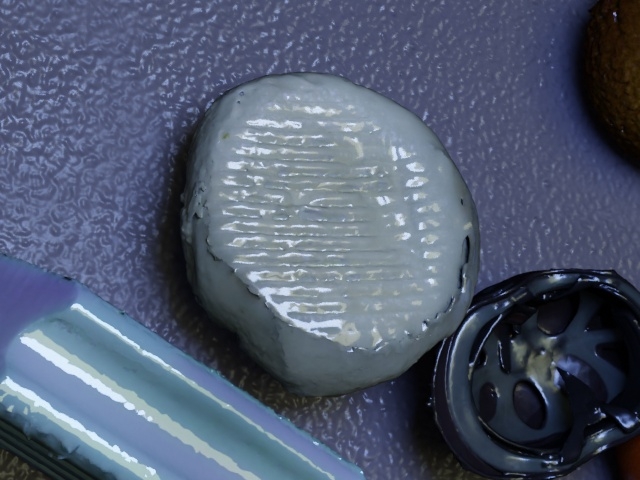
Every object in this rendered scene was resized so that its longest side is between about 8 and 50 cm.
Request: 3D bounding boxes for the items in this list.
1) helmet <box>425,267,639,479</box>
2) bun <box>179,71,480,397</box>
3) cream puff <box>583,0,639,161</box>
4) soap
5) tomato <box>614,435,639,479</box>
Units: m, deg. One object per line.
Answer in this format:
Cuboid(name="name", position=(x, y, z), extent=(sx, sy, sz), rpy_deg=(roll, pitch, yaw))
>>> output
Cuboid(name="helmet", position=(0.238, 0.145, 1.558), extent=(0.305, 0.177, 0.225), rpy_deg=(-13, 97, -13))
Cuboid(name="bun", position=(0.000, 0.000, 1.471), extent=(0.359, 0.211, 0.360), rpy_deg=(6, 69, -16))
Cuboid(name="cream puff", position=(0.456, -0.225, 1.691), extent=(0.303, 0.212, 0.303), rpy_deg=(0, 90, -25))
Cuboid(name="soap", position=(-0.204, 0.176, 1.324), extent=(0.446, 0.261, 0.156), rpy_deg=(34, 71, -13))
Cuboid(name="tomato", position=(0.476, 0.240, 1.611), extent=(0.255, 0.224, 0.256), rpy_deg=(3, 83, -27))
